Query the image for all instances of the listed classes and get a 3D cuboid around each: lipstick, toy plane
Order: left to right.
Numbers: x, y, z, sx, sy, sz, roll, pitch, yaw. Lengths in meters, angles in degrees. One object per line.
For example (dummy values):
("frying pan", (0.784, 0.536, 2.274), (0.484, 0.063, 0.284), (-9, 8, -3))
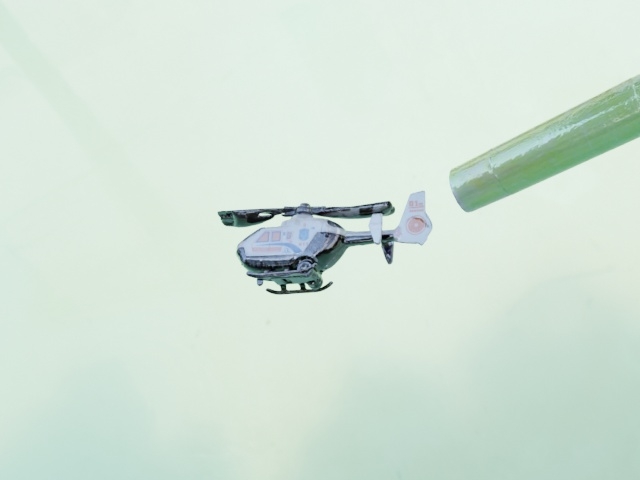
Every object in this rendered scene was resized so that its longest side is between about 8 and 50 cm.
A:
("toy plane", (0.001, 0.001, 0.665), (0.197, 0.053, 0.078), (-7, 66, 17))
("lipstick", (0.313, -0.127, 0.995), (0.304, 0.076, 0.076), (-26, 37, 35))
